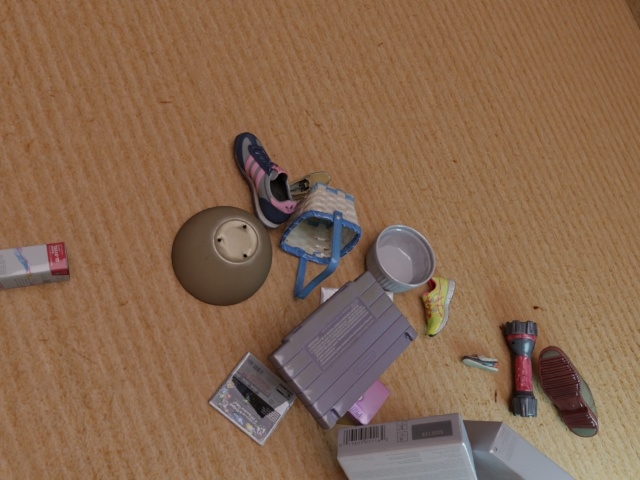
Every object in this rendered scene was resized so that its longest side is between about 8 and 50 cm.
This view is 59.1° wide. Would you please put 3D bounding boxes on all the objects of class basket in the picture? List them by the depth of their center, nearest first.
[{"bbox_3d":[0.000,0.000,1.609,0.201,0.255,0.289,23,57,-17],"label":"basket"}]

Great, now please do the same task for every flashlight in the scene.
[{"bbox_3d":[0.662,0.417,1.843,0.103,0.103,0.304,11,71,-20],"label":"flashlight"}]

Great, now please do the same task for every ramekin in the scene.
[{"bbox_3d":[0.239,0.065,1.751,0.207,0.109,0.207,11,60,-20],"label":"ramekin"}]

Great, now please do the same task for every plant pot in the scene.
[{"bbox_3d":[-0.250,0.025,1.537,0.284,0.191,0.284,6,74,-20],"label":"plant pot"}]

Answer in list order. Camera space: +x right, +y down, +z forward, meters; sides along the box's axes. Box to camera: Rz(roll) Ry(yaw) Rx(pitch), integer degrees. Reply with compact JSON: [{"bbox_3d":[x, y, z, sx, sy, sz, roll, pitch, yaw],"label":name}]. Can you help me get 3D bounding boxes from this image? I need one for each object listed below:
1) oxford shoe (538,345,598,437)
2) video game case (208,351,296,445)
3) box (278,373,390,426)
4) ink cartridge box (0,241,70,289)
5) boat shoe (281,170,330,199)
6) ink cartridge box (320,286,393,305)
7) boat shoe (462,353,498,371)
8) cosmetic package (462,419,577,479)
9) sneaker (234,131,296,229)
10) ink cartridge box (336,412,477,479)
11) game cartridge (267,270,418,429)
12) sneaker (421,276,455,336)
[{"bbox_3d":[0.821,0.481,1.879,0.348,0.123,0.130,63,36,-14],"label":"oxford shoe"},{"bbox_3d":[-0.181,0.432,1.546,0.190,0.022,0.173,42,64,-7],"label":"video game case"},{"bbox_3d":[0.030,0.382,1.522,0.213,0.243,0.117,45,65,-4],"label":"box"},{"bbox_3d":[-0.710,0.063,1.374,0.175,0.127,0.072,-8,77,-24],"label":"ink cartridge box"},{"bbox_3d":[-0.042,-0.170,1.738,0.190,0.072,0.068,-29,88,-26],"label":"boat shoe"},{"bbox_3d":[0.107,0.239,1.710,0.225,0.056,0.181,4,74,-2],"label":"ink cartridge box"},{"bbox_3d":[0.517,0.389,1.823,0.137,0.049,0.043,18,66,-19],"label":"boat shoe"},{"bbox_3d":[0.466,0.612,1.558,0.284,0.377,0.097,41,64,-8],"label":"cosmetic package"},{"bbox_3d":[-0.151,-0.201,1.650,0.112,0.131,0.319,-8,69,-45],"label":"sneaker"},{"bbox_3d":[0.243,0.601,1.445,0.091,0.308,0.385,-85,157,-50],"label":"ink cartridge box"},{"bbox_3d":[0.062,0.259,1.404,0.355,0.068,0.230,-38,87,-31],"label":"game cartridge"},{"bbox_3d":[0.359,0.207,1.800,0.094,0.081,0.208,23,62,-7],"label":"sneaker"}]
